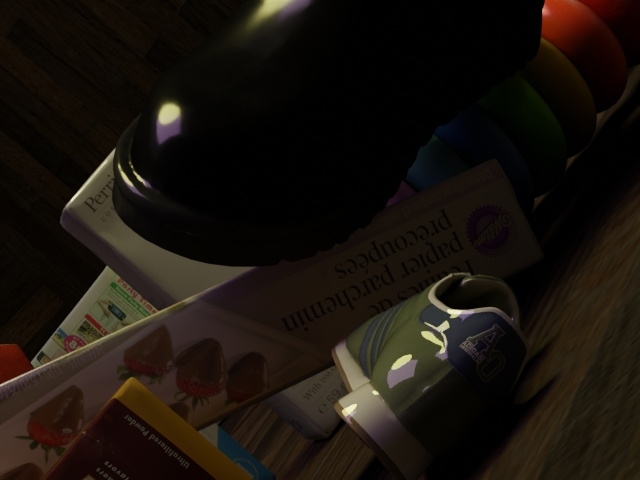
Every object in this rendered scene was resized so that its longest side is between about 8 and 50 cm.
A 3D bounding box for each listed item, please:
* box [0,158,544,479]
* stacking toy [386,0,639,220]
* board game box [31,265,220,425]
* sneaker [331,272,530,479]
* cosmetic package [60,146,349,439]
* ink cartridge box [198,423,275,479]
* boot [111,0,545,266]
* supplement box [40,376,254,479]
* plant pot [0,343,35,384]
[{"bbox_3d":[-0.038,0.053,0.991,0.324,0.063,0.067,-25,-5,-17],"label":"box"},{"bbox_3d":[0.109,-0.076,1.171,0.330,0.141,0.141,-45,1,-21],"label":"stacking toy"},{"bbox_3d":[-0.223,0.166,2.293,0.303,0.224,0.097,-47,1,38],"label":"board game box"},{"bbox_3d":[0.055,0.053,0.843,0.086,0.064,0.192,-41,3,4],"label":"sneaker"},{"bbox_3d":[-0.052,0.017,1.274,0.117,0.231,0.085,-50,2,-13],"label":"cosmetic package"},{"bbox_3d":[-0.121,0.195,1.267,0.060,0.104,0.180,-45,5,47],"label":"ink cartridge box"},{"bbox_3d":[0.015,-0.169,0.970,0.348,0.131,0.260,-44,-32,-43],"label":"boot"},{"bbox_3d":[-0.120,0.200,0.818,0.191,0.129,0.194,-48,2,34],"label":"supplement box"},{"bbox_3d":[-0.289,0.254,1.378,0.267,0.236,0.267,-48,-16,12],"label":"plant pot"}]
